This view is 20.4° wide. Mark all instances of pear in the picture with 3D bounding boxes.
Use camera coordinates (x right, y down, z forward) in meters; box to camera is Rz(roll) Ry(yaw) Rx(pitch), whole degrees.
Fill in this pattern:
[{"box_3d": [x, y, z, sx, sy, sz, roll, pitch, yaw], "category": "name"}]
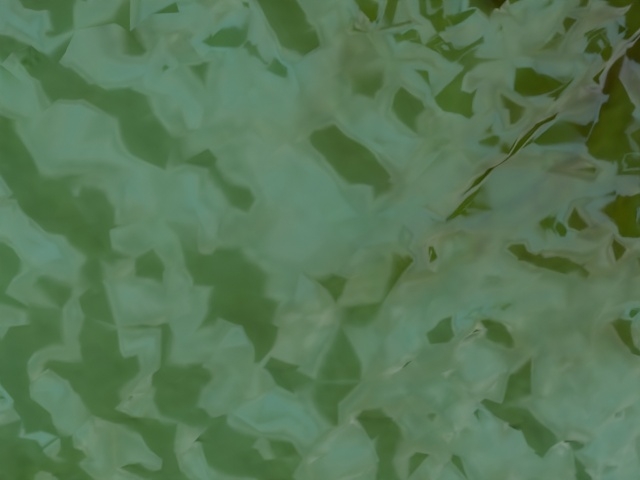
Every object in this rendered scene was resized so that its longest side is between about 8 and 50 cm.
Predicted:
[{"box_3d": [-0.003, -0.004, 0.445, 0.288, 0.239, 0.139, 53, -3, -32], "category": "pear"}]
